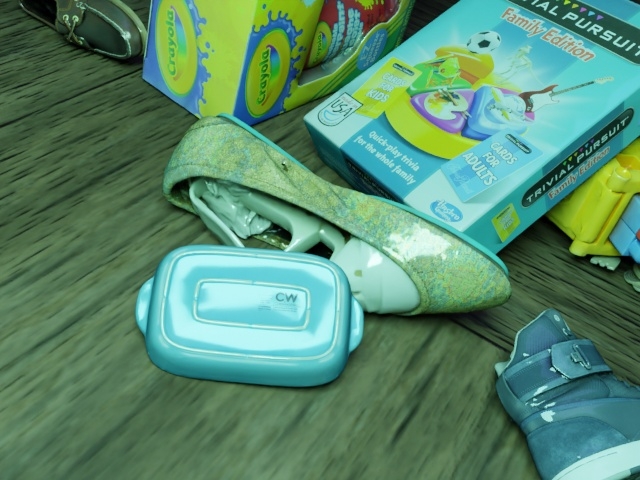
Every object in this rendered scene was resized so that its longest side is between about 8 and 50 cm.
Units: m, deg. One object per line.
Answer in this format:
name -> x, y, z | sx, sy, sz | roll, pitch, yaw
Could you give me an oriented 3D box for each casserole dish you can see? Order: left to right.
casserole dish -> -0.056, 0.056, 0.621 | 0.188, 0.037, 0.114 | 6, 69, -5

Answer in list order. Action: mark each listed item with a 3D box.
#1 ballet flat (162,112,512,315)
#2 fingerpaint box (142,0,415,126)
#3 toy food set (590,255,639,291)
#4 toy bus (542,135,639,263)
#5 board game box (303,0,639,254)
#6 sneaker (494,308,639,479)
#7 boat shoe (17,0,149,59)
ballet flat -> 0.000, 0.000, 0.714 | 0.348, 0.123, 0.123 | 30, 39, 15
fingerpaint box -> -0.001, -0.390, 0.912 | 0.163, 0.444, 0.371 | 36, 41, 21
toy food set -> 0.408, 0.054, 0.854 | 0.192, 0.038, 0.132 | 24, 29, 30
toy bus -> 0.368, -0.049, 0.864 | 0.220, 0.149, 0.211 | 1, 38, -21
board game box -> 0.189, -0.150, 0.828 | 0.336, 0.079, 0.254 | -38, 51, -9
sneaker -> 0.257, 0.128, 0.658 | 0.226, 0.086, 0.163 | -5, 45, -24
boat shoe -> -0.301, -0.275, 0.964 | 0.207, 0.073, 0.073 | 32, 47, 31
